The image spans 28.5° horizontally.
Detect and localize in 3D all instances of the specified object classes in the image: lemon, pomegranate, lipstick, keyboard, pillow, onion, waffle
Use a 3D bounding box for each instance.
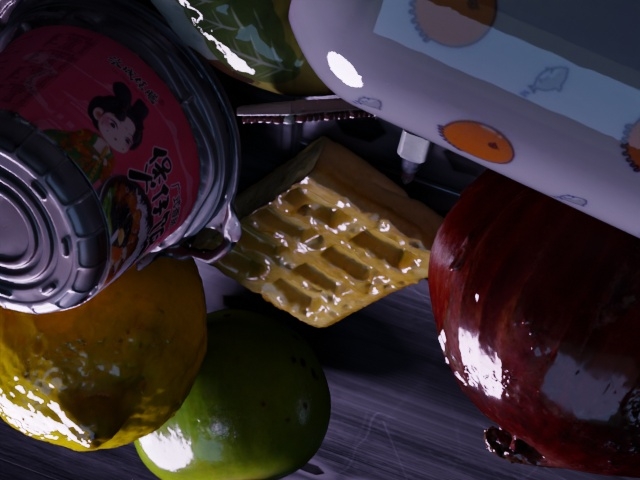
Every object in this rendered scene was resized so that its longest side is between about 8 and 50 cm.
[{"bbox_3d":[-0.235,0.080,1.269,0.245,0.320,0.245,-9,130,-11],"label":"lemon"},{"bbox_3d":[-0.100,0.227,1.421,0.236,0.302,0.236,-4,162,-1],"label":"pomegranate"},{"bbox_3d":[0.078,-0.073,1.051,0.025,0.025,0.107,20,159,5],"label":"lipstick"},{"bbox_3d":[0.009,-0.099,0.951,0.055,0.017,0.166,-1,-174,36],"label":"keyboard"},{"bbox_3d":[-0.022,-0.189,0.873,0.214,0.086,0.233,-6,140,24],"label":"pillow"},{"bbox_3d":[0.210,0.057,0.929,0.276,0.276,0.276,17,152,10],"label":"onion"},{"bbox_3d":[0.000,0.000,1.198,0.168,0.057,0.274,31,151,-17],"label":"waffle"}]

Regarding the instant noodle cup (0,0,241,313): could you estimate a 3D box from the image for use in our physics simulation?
[{"bbox_3d":[-0.217,-0.056,1.034,0.302,0.181,0.258,40,131,-2],"label":"instant noodle cup"}]

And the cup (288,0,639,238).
[{"bbox_3d":[0.154,-0.127,0.705,0.317,0.212,0.212,24,152,-1],"label":"cup"}]
